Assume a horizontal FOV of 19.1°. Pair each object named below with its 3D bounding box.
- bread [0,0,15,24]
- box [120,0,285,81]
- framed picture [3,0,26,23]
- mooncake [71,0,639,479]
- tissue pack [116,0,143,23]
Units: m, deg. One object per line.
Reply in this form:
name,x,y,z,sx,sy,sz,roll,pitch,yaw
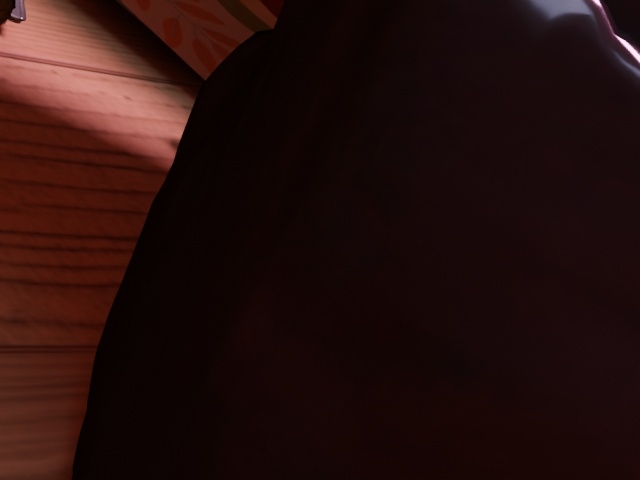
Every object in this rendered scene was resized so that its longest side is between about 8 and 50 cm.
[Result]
bread,-0.243,-0.187,1.020,0.172,0.103,0.132,56,2,28
box,0.007,-0.191,0.936,0.385,0.122,0.344,43,-25,-26
framed picture,-0.316,-0.245,1.174,0.293,0.018,0.231,26,24,-24
mooncake,0.045,0.013,0.746,0.212,0.350,0.381,30,-15,-9
tissue pack,0.052,-0.178,1.339,0.405,0.205,0.332,39,18,5
